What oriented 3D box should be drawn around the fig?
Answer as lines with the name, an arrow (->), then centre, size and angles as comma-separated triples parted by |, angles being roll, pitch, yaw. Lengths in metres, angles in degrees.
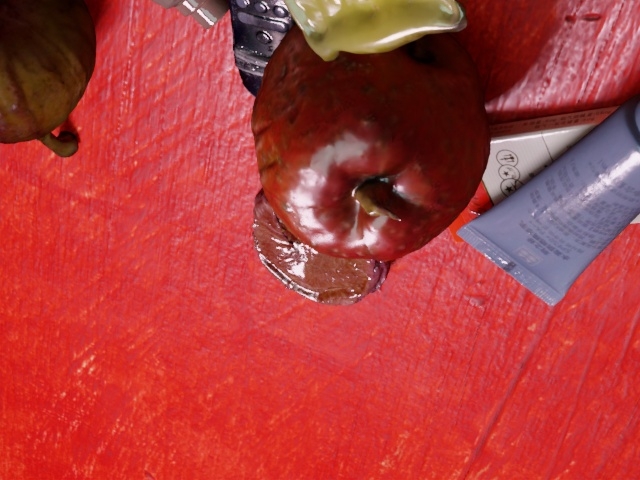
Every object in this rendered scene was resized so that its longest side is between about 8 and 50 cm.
fig -> -0.332, -0.174, 1.952 | 0.217, 0.217, 0.321 | 9, 153, 21

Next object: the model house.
model house -> 0.081, -0.299, 1.566 | 0.193, 0.234, 0.175 | -9, 119, 46

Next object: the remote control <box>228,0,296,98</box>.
remote control -> -0.050, -0.254, 1.803 | 0.090, 0.066, 0.266 | 21, 142, 20

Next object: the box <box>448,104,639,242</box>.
box -> 0.231, -0.068, 1.841 | 0.245, 0.035, 0.139 | -7, 127, 33

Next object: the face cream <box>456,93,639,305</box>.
face cream -> 0.286, -0.060, 1.740 | 0.135, 0.086, 0.385 | 37, 140, -5

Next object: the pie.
pie -> 0.000, 0.000, 2.018 | 0.182, 0.049, 0.182 | 19, 137, 19

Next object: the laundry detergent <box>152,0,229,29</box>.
laundry detergent -> -0.164, -0.331, 1.772 | 0.237, 0.076, 0.171 | 44, 135, -16

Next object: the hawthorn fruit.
hawthorn fruit -> 0.045, -0.108, 1.742 | 0.258, 0.262, 0.258 | 20, 152, 11
